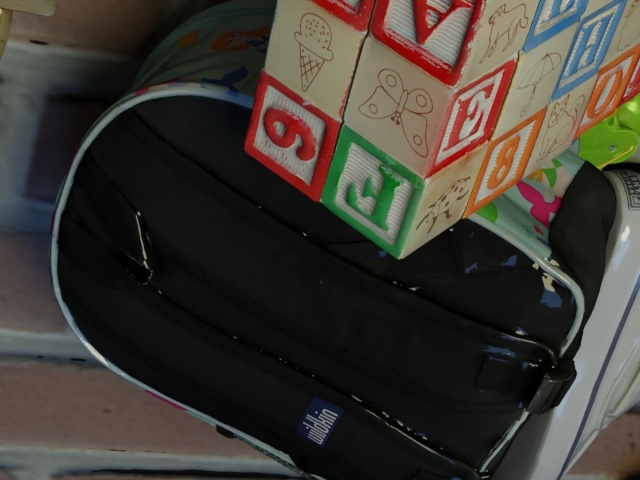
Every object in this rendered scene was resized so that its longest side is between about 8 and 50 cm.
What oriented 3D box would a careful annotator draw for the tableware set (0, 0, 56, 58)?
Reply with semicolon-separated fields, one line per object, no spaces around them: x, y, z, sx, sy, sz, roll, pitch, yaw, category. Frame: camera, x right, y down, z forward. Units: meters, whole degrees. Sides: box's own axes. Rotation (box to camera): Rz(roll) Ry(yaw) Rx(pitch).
-0.158;-0.147;0.640;0.039;0.128;0.194;7;136;11;tableware set

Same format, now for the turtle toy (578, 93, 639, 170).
0.134;-0.067;0.842;0.130;0.066;0.095;-5;134;-13;turtle toy

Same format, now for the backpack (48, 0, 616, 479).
0.000;0.000;0.762;0.254;0.191;0.225;23;130;-2;backpack

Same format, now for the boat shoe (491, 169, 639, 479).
0.180;0.071;0.970;0.088;0.096;0.267;6;121;-15;boat shoe

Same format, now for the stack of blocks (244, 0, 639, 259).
0.110;-0.136;0.647;0.297;0.087;0.171;-32;149;-42;stack of blocks
